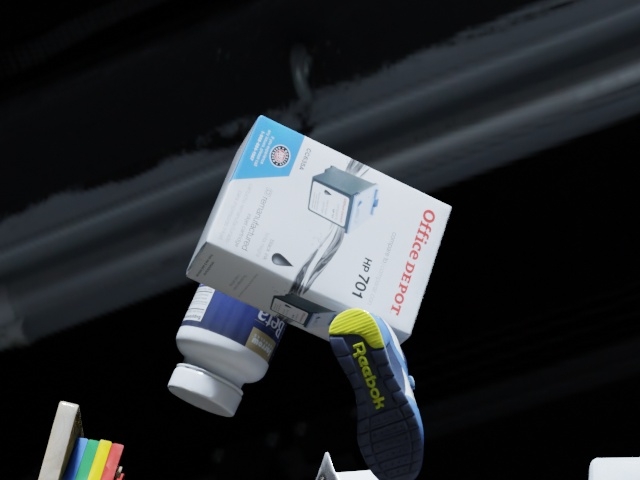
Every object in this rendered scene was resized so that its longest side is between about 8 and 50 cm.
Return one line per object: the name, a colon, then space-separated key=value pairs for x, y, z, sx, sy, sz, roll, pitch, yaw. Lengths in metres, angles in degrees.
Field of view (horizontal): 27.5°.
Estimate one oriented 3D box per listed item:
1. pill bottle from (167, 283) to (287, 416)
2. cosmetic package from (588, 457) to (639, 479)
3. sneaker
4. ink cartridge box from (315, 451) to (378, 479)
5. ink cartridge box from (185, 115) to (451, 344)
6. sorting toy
pill bottle: x=-0.082 y=0.079 z=1.261 sx=0.094 sy=0.169 sz=0.094 roll=21 pitch=-17 yaw=7
cosmetic package: x=0.381 y=0.335 z=0.774 sx=0.394 sy=0.329 sz=0.327 roll=-4 pitch=-31 yaw=31
sneaker: x=0.052 y=0.122 z=1.038 sx=0.053 sy=0.059 sz=0.144 roll=-16 pitch=-95 yaw=16
ink cartridge box: x=0.048 y=0.359 z=1.624 sx=0.062 sy=0.181 sz=0.104 roll=0 pitch=-52 yaw=-22
ink cartridge box: x=0.000 y=0.000 z=1.130 sx=0.191 sy=0.139 sz=0.082 roll=24 pitch=-28 yaw=-8
sorting toy: x=-0.309 y=0.367 z=1.643 sx=0.089 sy=0.255 sz=0.257 roll=12 pitch=-26 yaw=-2
